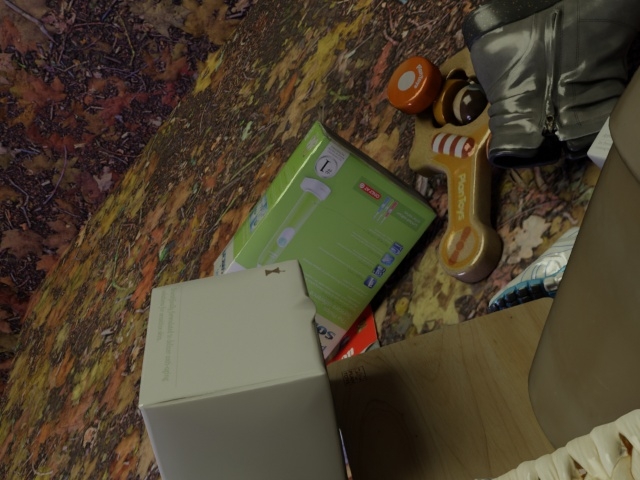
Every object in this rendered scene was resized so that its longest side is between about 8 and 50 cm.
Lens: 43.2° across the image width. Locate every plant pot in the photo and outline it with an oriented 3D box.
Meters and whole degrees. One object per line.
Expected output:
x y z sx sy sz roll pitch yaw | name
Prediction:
0.303 0.055 0.583 0.323 0.323 0.280 -101 32 -53 | plant pot

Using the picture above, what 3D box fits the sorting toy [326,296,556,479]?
0.156 0.196 0.776 0.255 0.089 0.257 -17 32 0 | sorting toy

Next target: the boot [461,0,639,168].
0.348 -0.217 0.961 0.338 0.118 0.222 -21 66 24 | boot

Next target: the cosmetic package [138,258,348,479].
-0.051 0.228 0.769 0.155 0.365 0.197 -12 25 -2 | cosmetic package

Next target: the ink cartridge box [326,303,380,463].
0.012 0.215 1.158 0.189 0.066 0.232 -46 34 25 | ink cartridge box

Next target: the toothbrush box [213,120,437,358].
0.000 0.000 1.208 0.283 0.206 0.122 -54 16 11 | toothbrush box

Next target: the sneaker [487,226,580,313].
0.270 0.032 0.896 0.191 0.071 0.083 -33 30 28 | sneaker

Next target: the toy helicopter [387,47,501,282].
0.218 -0.115 1.099 0.235 0.140 0.355 -18 58 41 | toy helicopter

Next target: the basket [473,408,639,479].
0.265 0.263 0.376 0.266 0.328 0.331 -40 32 27 | basket

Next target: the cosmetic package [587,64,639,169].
0.395 -0.159 0.844 0.231 0.085 0.117 -57 27 0 | cosmetic package
